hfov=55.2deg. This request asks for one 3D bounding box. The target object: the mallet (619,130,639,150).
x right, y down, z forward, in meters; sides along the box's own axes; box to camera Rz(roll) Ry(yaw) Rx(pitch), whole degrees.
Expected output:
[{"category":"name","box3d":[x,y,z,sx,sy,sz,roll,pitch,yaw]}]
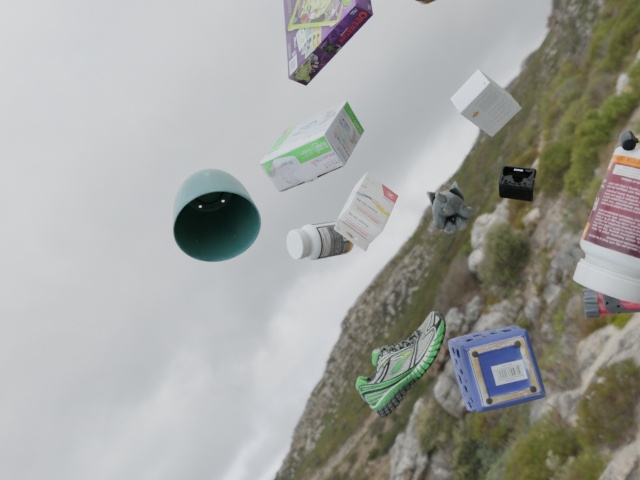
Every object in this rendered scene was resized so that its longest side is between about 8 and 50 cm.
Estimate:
[{"category":"mallet","box3d":[0.879,-0.266,1.593,0.062,0.190,0.039,-74,-22,-57]}]

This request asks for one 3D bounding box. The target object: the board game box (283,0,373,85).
[{"category":"board game box","box3d":[0.001,-0.494,1.177,0.208,0.056,0.347,-40,46,48]}]

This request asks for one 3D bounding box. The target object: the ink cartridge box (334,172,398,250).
[{"category":"ink cartridge box","box3d":[0.125,-0.078,1.659,0.067,0.115,0.198,-47,12,48]}]

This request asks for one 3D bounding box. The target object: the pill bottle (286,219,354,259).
[{"category":"pill bottle","box3d":[0.000,0.000,2.718,0.278,0.162,0.162,-9,-39,-34]}]

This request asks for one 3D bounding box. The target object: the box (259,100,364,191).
[{"category":"box","box3d":[-0.024,-0.292,1.924,0.262,0.127,0.231,-18,28,34]}]

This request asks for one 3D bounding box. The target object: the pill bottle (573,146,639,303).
[{"category":"pill bottle","box3d":[0.859,-0.042,1.686,0.224,0.224,0.392,-15,-57,-71]}]

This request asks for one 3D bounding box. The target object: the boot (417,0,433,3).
[{"category":"boot","box3d":[0.299,-0.648,1.450,0.197,0.073,0.152,-42,-3,32]}]

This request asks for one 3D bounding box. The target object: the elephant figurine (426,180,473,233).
[{"category":"elephant figurine","box3d":[0.488,-0.146,2.368,0.239,0.169,0.186,-86,9,-55]}]

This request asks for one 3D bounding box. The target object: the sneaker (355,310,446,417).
[{"category":"sneaker","box3d":[0.229,0.334,1.731,0.343,0.146,0.134,-52,-6,7]}]

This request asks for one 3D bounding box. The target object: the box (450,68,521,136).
[{"category":"box","box3d":[0.523,-0.434,1.938,0.170,0.091,0.130,25,-58,-34]}]

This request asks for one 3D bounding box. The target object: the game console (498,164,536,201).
[{"category":"game console","box3d":[0.704,-0.205,2.188,0.071,0.122,0.107,23,-101,-64]}]

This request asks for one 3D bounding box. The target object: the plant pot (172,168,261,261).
[{"category":"plant pot","box3d":[-0.371,-0.112,2.114,0.293,0.235,0.293,-10,-50,-12]}]

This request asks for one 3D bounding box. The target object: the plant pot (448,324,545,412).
[{"category":"plant pot","box3d":[0.531,0.385,1.828,0.236,0.236,0.212,-14,-10,3]}]

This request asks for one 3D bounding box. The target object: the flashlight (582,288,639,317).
[{"category":"flashlight","box3d":[1.037,0.198,2.030,0.103,0.304,0.103,-11,-87,-66]}]
